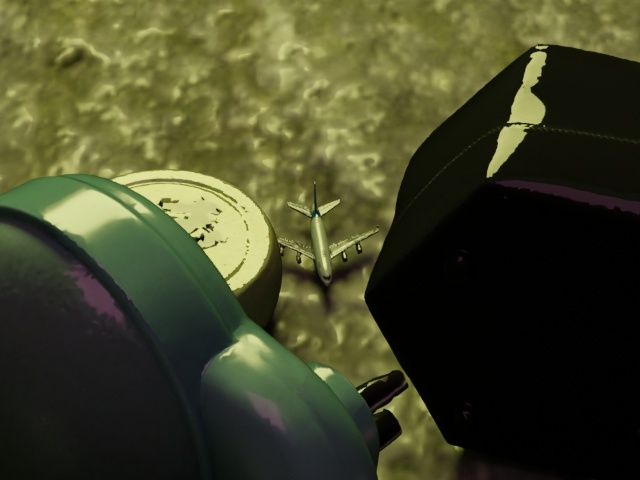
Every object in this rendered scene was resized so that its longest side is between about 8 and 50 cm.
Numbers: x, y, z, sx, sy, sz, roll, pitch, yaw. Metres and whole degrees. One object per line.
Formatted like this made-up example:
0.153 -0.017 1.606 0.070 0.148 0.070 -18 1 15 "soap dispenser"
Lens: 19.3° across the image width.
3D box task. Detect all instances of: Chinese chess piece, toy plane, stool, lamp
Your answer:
-0.095 0.017 1.127 0.144 0.058 0.144 1 42 -1 "Chinese chess piece"
0.000 0.001 1.176 0.078 0.024 0.084 -2 48 -6 "toy plane"
0.148 0.018 1.024 0.232 0.232 0.141 11 42 10 "stool"
-0.092 0.081 0.941 0.284 0.209 0.147 20 46 16 "lamp"
